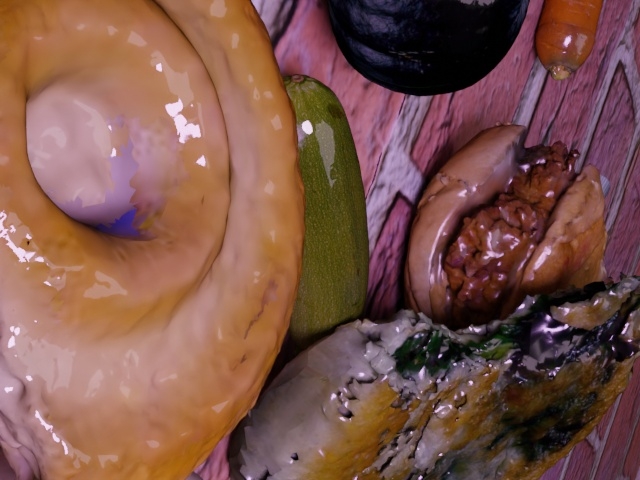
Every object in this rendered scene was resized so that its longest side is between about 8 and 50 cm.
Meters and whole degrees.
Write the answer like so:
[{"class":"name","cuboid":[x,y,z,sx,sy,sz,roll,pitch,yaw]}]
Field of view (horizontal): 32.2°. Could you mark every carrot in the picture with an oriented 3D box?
[{"class":"carrot","cuboid":[0.264,-0.294,1.113,0.062,0.066,0.271,-154,-105,-73]}]

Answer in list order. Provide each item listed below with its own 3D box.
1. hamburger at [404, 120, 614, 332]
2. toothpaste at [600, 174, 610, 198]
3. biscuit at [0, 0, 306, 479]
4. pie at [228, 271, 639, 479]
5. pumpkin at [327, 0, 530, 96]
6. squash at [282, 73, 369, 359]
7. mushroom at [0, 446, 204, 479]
[{"class":"hamburger","cuboid":[0.159,0.048,0.991,0.245,0.155,0.282,26,88,-58]},{"class":"toothpaste","cuboid":[0.275,0.026,1.329,0.297,0.048,0.075,-52,146,-32]},{"class":"biscuit","cuboid":[-0.086,-0.042,0.443,0.213,0.091,0.274,-44,116,-48]},{"class":"pie","cuboid":[0.097,0.145,0.861,0.371,0.078,0.296,-12,139,-28]},{"class":"pumpkin","cuboid":[0.072,-0.192,0.705,0.202,0.140,0.202,13,90,-80]},{"class":"squash","cuboid":[0.000,0.000,0.753,0.066,0.066,0.252,-48,145,-41]},{"class":"mushroom","cuboid":[-0.122,0.216,0.518,0.246,0.202,0.246,62,8,-16]}]
